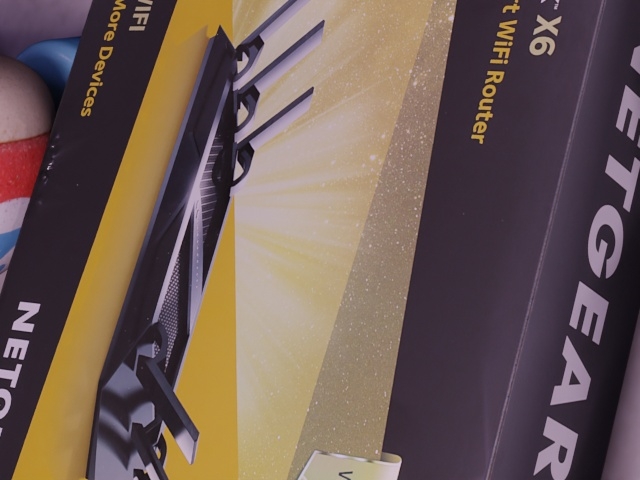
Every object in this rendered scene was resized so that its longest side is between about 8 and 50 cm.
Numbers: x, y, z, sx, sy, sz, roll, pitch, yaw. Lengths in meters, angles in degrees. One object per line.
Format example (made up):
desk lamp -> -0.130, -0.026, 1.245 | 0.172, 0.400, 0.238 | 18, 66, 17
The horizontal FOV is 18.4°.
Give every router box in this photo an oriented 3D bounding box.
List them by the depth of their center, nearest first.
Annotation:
router box -> 0.000, 0.000, 0.752 | 0.243, 0.081, 0.308 | 5, 73, 36

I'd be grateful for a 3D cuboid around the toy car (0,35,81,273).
toy car -> -0.209, 0.030, 0.881 | 0.210, 0.219, 0.238 | 10, 106, 36
